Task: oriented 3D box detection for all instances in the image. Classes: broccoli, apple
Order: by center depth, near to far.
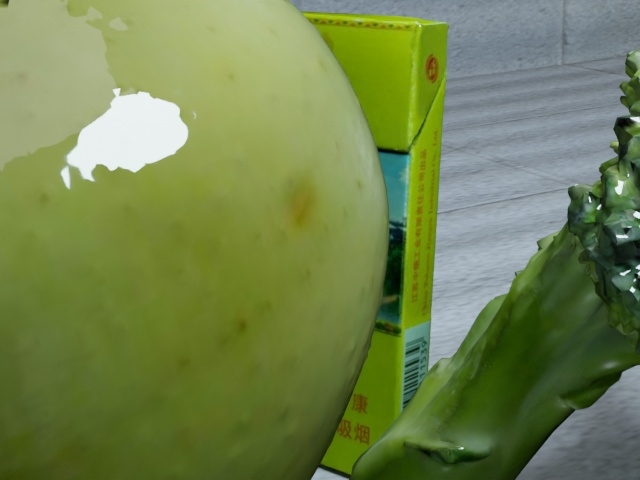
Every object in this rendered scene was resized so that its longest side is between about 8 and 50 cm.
[{"bbox_3d":[0.175,0.043,0.678,0.397,0.275,0.353,-38,-22,1],"label":"broccoli"},{"bbox_3d":[-0.198,0.025,0.683,0.474,0.473,0.473,-1,18,0],"label":"apple"}]

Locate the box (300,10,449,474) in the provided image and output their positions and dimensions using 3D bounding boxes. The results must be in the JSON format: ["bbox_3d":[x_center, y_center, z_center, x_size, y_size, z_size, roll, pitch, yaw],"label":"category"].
[{"bbox_3d":[0.000,0.000,0.885,0.187,0.335,0.047,13,17,38],"label":"box"}]
